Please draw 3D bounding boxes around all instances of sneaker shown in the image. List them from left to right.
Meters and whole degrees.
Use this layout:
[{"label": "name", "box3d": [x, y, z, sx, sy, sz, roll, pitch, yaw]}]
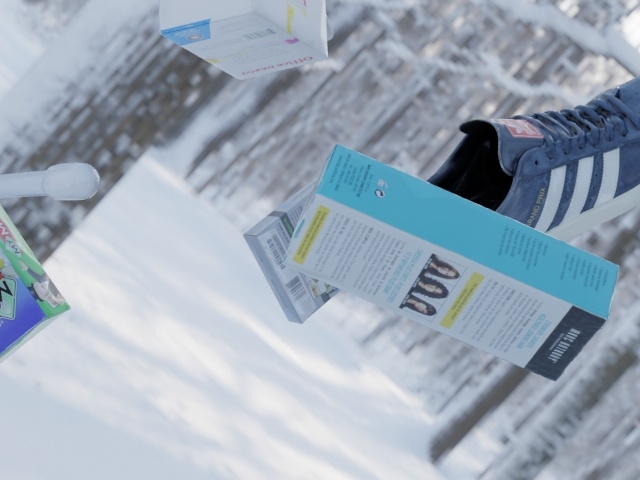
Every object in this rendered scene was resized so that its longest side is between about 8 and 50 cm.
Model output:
[{"label": "sneaker", "box3d": [0.225, -0.086, 1.564, 0.131, 0.350, 0.148, 44, -14, 48]}]

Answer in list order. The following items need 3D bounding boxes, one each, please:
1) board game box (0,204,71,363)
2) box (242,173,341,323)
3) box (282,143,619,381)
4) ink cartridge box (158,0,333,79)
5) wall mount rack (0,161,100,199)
[{"label": "board game box", "box3d": [-0.413, 0.065, 1.530, 0.213, 0.317, 0.046, 55, 26, 5]}, {"label": "box", "box3d": [0.000, 0.000, 2.129, 0.038, 0.186, 0.145, 9, -47, 54]}, {"label": "box", "box3d": [0.101, 0.019, 1.241, 0.244, 0.060, 0.100, 23, -38, -3]}, {"label": "ink cartridge box", "box3d": [-0.059, -0.200, 1.324, 0.143, 0.092, 0.090, 24, 61, -60]}, {"label": "wall mount rack", "box3d": [-0.247, -0.121, 0.843, 0.130, 0.304, 0.350, -10, 96, -76]}]
